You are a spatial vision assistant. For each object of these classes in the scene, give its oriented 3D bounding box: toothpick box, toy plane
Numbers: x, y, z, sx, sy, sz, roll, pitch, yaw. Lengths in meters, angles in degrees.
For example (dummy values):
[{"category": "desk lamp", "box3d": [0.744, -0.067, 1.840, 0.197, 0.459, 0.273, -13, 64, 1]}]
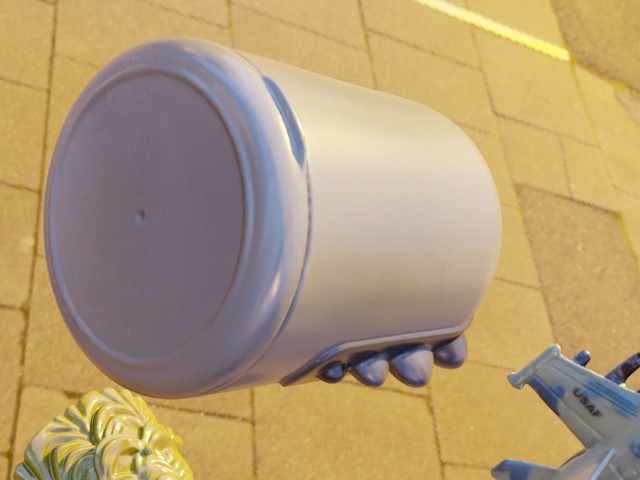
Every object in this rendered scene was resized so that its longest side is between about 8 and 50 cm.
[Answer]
[{"category": "toothpick box", "box3d": [0.000, 0.000, 0.635, 0.316, 0.229, 0.229, 3, 55, -51]}, {"category": "toy plane", "box3d": [0.242, 0.116, 0.604, 0.192, 0.262, 0.088, 47, 15, -1]}]

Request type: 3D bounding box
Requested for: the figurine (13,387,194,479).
[{"category": "figurine", "box3d": [-0.115, 0.269, 0.853, 0.315, 0.168, 0.187, 16, 14, 31]}]
